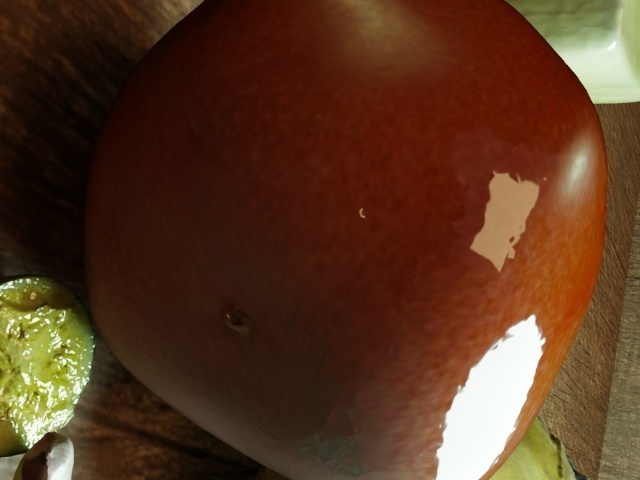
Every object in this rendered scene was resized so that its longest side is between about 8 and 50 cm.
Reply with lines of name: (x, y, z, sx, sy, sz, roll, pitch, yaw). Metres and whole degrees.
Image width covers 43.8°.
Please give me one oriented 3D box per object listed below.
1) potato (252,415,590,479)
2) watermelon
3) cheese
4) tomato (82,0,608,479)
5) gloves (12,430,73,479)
potato: (0.089, 0.209, 0.703, 0.397, 0.290, 0.296, -56, 143, -33)
watermelon: (-0.185, 0.067, 0.460, 0.105, 0.062, 0.105, -20, 115, -49)
cheese: (0.239, -0.228, 0.922, 0.242, 0.265, 0.124, 0, 94, -58)
tomato: (0.000, 0.000, 0.489, 0.273, 0.341, 0.341, -57, 140, -51)
gloves: (-0.176, 0.205, 0.424, 0.145, 0.126, 0.241, -24, 144, -26)
